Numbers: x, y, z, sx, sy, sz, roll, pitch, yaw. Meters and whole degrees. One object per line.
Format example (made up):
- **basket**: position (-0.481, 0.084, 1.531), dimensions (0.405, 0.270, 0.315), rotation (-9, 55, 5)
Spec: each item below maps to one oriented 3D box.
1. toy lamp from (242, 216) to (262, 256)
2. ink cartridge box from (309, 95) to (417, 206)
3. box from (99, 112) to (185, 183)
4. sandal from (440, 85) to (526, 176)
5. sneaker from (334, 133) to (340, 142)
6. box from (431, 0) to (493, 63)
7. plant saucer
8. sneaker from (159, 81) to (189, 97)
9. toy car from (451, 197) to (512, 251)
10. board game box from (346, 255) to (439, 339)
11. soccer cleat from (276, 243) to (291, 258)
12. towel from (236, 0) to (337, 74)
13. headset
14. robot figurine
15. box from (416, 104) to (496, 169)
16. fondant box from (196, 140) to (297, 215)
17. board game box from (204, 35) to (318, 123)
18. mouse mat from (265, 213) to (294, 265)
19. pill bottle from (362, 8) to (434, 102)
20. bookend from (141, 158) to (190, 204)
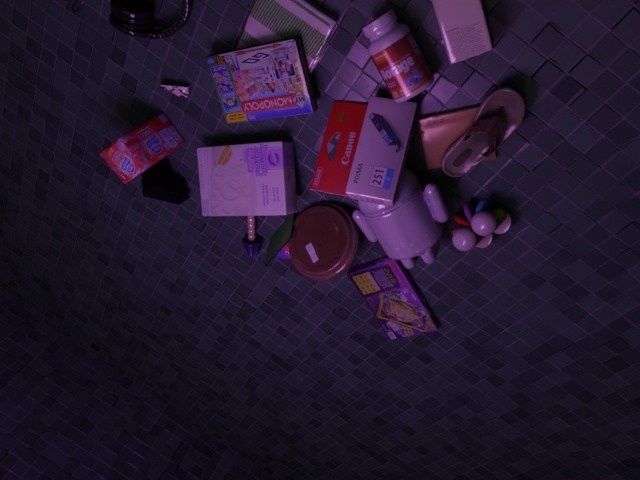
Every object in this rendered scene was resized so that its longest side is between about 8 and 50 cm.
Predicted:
- **toy lamp**: position (-0.257, -0.061, 1.796), dimensions (0.080, 0.080, 0.275), rotation (15, 127, 12)
- **ink cartridge box**: position (0.118, -0.267, 1.379), dimensions (0.261, 0.066, 0.296), rotation (13, 83, 16)
- **box**: position (-0.602, -0.319, 1.642), dimensions (0.122, 0.257, 0.128), rotation (-24, 112, 32)
- **sandal**: position (0.445, -0.278, 1.312), dimensions (0.120, 0.086, 0.303), rotation (32, 129, -1)
- **sneaker**: position (0.111, -0.298, 1.485), dimensions (0.152, 0.061, 0.054), rotation (21, 130, 10)
- **box**: position (0.333, -0.587, 1.167), dimensions (0.113, 0.094, 0.275), rotation (-10, 118, 28)
- **plant saucer**: position (0.000, 0.000, 1.645), dimensions (0.278, 0.041, 0.278), rotation (-4, 81, 29)
- **sneaker**: position (-0.489, -0.504, 1.606), dimensions (0.109, 0.040, 0.044), rotation (14, 129, 14)
- **toy car**: position (0.477, -0.056, 1.466), dimensions (0.182, 0.159, 0.136), rotation (-49, 60, 39)
- **board game box**: position (0.272, 0.218, 1.790), dimensions (0.208, 0.056, 0.347), rotation (-18, 115, 36)
- **soccer cleat**: position (-0.049, 0.030, 1.744), dimensions (0.318, 0.116, 0.109), rotation (-8, 121, 27)
- **towel**: position (-0.118, -0.564, 1.412), dimensions (0.248, 0.038, 0.325), rotation (34, 131, -1)
- **headset**: position (-0.574, -0.745, 1.440), dimensions (0.394, 0.185, 0.243), rotation (0, 128, 5)
- **robot figurine**: position (0.247, -0.082, 1.488), dimensions (0.300, 0.200, 0.353), rotation (-21, 113, 32)
- **box**: position (0.394, -0.296, 1.391), dimensions (0.201, 0.021, 0.164), rotation (-6, 121, 26)
- **fondant box**: position (-0.250, -0.206, 1.625), dimensions (0.330, 0.096, 0.238), rotation (0, 99, 21)
- **board game box**: position (-0.179, -0.477, 1.450), dimensions (0.317, 0.046, 0.213), rotation (0, 122, 26)
- **mouse mat**: position (-0.147, -0.008, 1.741), dimensions (0.007, 0.153, 0.189), rotation (28, 132, -21)
- **pill bottle**: position (0.202, -0.489, 1.273), dimensions (0.121, 0.121, 0.216), rotation (-22, 113, 33)
- **bookend**: position (-0.584, -0.233, 1.802), dimensions (0.072, 0.156, 0.157), rotation (-27, 66, 35)
